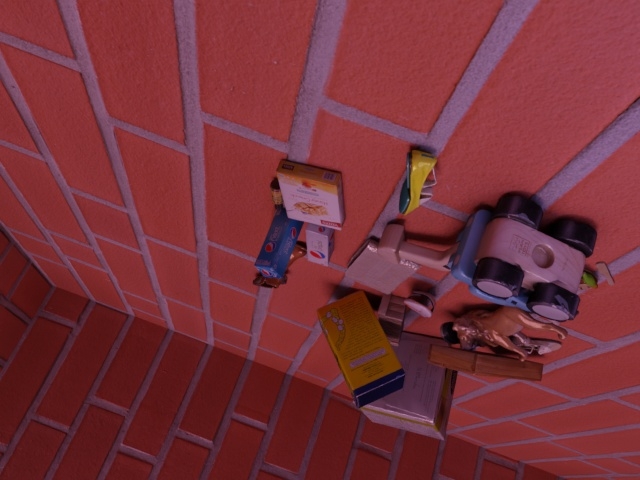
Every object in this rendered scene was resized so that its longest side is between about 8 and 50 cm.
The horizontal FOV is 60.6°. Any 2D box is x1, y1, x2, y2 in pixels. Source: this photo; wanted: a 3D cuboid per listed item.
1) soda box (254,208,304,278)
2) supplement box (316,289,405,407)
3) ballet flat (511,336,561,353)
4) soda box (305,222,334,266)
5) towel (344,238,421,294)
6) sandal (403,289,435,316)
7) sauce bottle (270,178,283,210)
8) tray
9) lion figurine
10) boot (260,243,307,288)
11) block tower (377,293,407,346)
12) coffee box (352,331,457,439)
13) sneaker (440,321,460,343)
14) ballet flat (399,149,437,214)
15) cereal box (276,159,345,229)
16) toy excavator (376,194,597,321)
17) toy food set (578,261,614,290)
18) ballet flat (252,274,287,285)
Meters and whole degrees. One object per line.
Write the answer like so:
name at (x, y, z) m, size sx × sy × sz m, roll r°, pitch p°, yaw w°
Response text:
soda box at (-0.123, 0.007, 1.664) m, size 0.067 × 0.210 × 0.071 m, roll 5°, pitch 150°, yaw 30°
supplement box at (0.147, 0.403, 2.037) m, size 0.195 × 0.357 × 0.194 m, roll -22°, pitch 151°, yaw -7°
ballet flat at (0.756, 0.375, 1.924) m, size 0.168 × 0.052 × 0.057 m, roll 2°, pitch 149°, yaw 33°
soda box at (0.000, 0.000, 1.725) m, size 0.073 × 0.069 × 0.216 m, roll 17°, pitch 153°, yaw 9°
towel at (0.195, 0.088, 1.782) m, size 0.187 × 0.049 × 0.282 m, roll 22°, pitch 153°, yaw -7°
sandal at (0.347, 0.210, 1.890) m, size 0.102 × 0.076 × 0.265 m, roll 31°, pitch 177°, yaw 11°
sauce bottle at (-0.123, -0.129, 1.594) m, size 0.042 × 0.042 × 0.128 m, roll 16°, pitch 155°, yaw 9°
tray at (0.596, 0.442, 1.965) m, size 0.410 × 0.076 × 0.202 m, roll 14°, pitch 172°, yaw -37°
lion figurine at (0.603, 0.257, 1.746) m, size 0.240 × 0.142 × 0.392 m, roll 33°, pitch 140°, yaw 3°
boot at (-0.127, 0.093, 1.899) m, size 0.073 × 0.152 × 0.197 m, roll 35°, pitch 151°, yaw -27°
block tower at (0.274, 0.311, 2.107) m, size 0.097 × 0.091 × 0.335 m, roll 13°, pitch 154°, yaw 14°
coffee box at (0.375, 0.607, 2.325) m, size 0.338 × 0.338 × 0.334 m, roll 6°, pitch 152°, yaw 26°
sneaker at (0.534, 0.324, 1.946) m, size 0.222 × 0.083 × 0.118 m, roll 14°, pitch 155°, yaw -33°
ballet flat at (0.234, -0.130, 1.305) m, size 0.077 × 0.077 × 0.231 m, roll 1°, pitch 150°, yaw 3°
cereal box at (-0.022, -0.121, 1.529) m, size 0.172 × 0.047 × 0.240 m, roll 14°, pitch 154°, yaw 13°
toy excavator at (0.393, 0.052, 1.414) m, size 0.432 × 0.222 × 0.445 m, roll 24°, pitch 163°, yaw -4°
toy food set at (0.675, 0.106, 1.474) m, size 0.192 × 0.039 × 0.132 m, roll -5°, pitch 144°, yaw 42°
ballet flat at (-0.202, 0.152, 2.195) m, size 0.084 × 0.058 × 0.250 m, roll 8°, pitch 167°, yaw -27°
